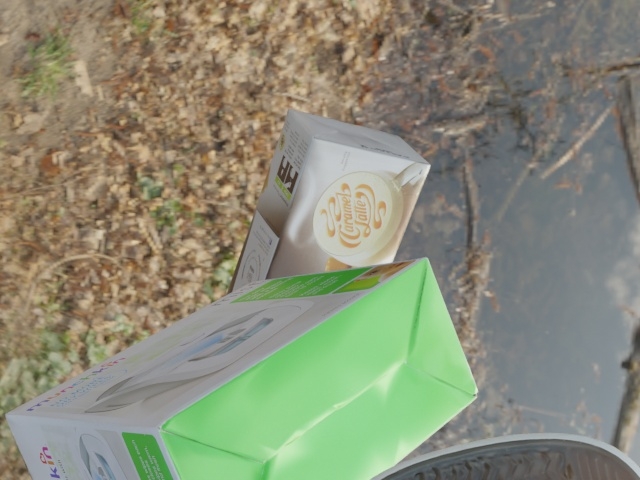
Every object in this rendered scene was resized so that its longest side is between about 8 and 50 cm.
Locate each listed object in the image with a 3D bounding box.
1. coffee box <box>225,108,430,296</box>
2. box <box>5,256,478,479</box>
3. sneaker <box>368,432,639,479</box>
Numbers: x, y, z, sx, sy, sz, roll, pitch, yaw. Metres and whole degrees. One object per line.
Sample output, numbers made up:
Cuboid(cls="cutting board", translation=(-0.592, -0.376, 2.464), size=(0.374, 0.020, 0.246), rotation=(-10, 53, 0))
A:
Cuboid(cls="coffee box", translation=(0.000, 0.000, 1.024), size=(0.141, 0.098, 0.246), rotation=(11, 111, -25))
Cuboid(cls="box", translation=(-0.058, 0.128, 0.720), size=(0.262, 0.231, 0.126), rotation=(-28, 103, -38))
Cuboid(cls="sneaker", translation=(0.036, 0.185, 0.475), size=(0.123, 0.290, 0.106), rotation=(31, 29, -62))
